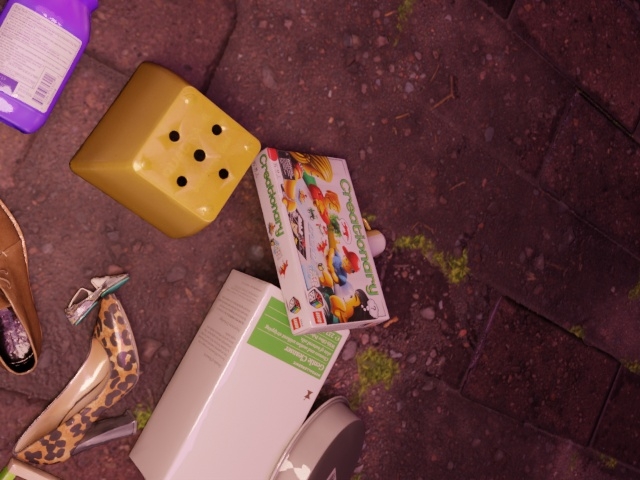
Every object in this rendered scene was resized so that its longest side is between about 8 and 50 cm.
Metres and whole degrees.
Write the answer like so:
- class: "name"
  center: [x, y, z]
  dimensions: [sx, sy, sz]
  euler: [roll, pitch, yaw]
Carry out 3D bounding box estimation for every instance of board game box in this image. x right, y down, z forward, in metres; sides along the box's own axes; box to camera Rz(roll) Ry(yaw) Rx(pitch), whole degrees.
- class: "board game box"
  center: [0.000, 0.000, 1.161]
  dimensions: [0.193, 0.053, 0.305]
  euler: [0, 69, -46]

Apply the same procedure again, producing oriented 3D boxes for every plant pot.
- class: "plant pot"
  center: [-0.213, -0.130, 1.041]
  dimensions: [0.212, 0.187, 0.212]
  euler: [38, 79, -30]

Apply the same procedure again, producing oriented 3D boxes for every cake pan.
- class: "cake pan"
  center: [-0.006, 0.422, 1.235]
  dimensions: [0.293, 0.054, 0.293]
  euler: [-44, 147, -39]

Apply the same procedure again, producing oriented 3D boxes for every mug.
- class: "mug"
  center: [0.090, 0.000, 1.313]
  dimensions: [0.064, 0.062, 0.078]
  euler: [-17, 113, -35]

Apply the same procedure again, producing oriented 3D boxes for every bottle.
- class: "bottle"
  center: [-0.389, -0.295, 0.968]
  dimensions: [0.118, 0.092, 0.283]
  euler: [28, 83, -31]

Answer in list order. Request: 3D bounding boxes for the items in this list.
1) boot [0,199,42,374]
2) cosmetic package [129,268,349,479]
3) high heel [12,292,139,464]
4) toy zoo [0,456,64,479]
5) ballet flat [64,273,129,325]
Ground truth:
- class: "boot"
  center: [-0.460, 0.047, 0.969]
  dimensions: [0.112, 0.115, 0.305]
  euler: [-22, 107, -24]
- class: "cosmetic package"
  center: [-0.135, 0.259, 1.167]
  dimensions: [0.197, 0.155, 0.365]
  euler: [32, 80, -32]
- class: "high heel"
  center: [-0.377, 0.215, 1.050]
  dimensions: [0.186, 0.093, 0.261]
  euler: [-10, 112, -35]
- class: "toy zoo"
  center: [-0.485, 0.507, 1.073]
  dimensions: [0.192, 0.030, 0.293]
  euler: [39, 78, -29]
- class: "ballet flat"
  center: [-0.354, 0.082, 1.081]
  dimensions: [0.114, 0.041, 0.041]
  euler: [-44, 116, -19]
